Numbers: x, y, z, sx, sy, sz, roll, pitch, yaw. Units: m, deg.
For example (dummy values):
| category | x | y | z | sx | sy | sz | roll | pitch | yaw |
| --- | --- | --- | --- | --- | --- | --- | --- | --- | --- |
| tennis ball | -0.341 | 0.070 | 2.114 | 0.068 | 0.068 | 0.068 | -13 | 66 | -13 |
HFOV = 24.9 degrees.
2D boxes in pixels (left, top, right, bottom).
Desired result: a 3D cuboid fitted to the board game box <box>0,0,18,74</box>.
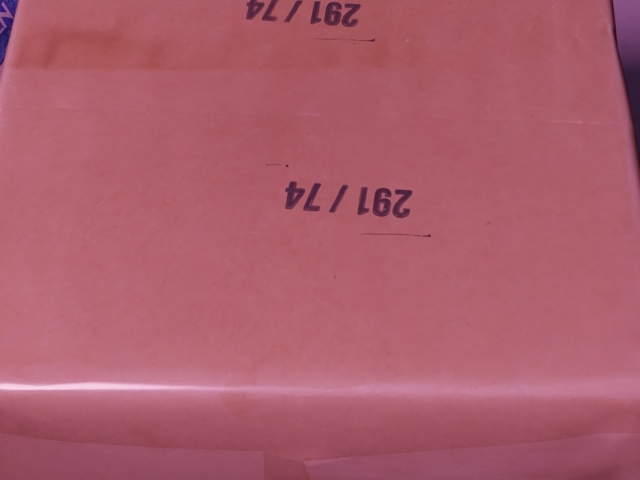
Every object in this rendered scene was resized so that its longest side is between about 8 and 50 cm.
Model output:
| category | x | y | z | sx | sy | sz | roll | pitch | yaw |
| --- | --- | --- | --- | --- | --- | --- | --- | --- | --- |
| board game box | -0.276 | -0.200 | 0.927 | 0.318 | 0.066 | 0.318 | 5 | 51 | 31 |

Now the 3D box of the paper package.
| category | x | y | z | sx | sy | sz | roll | pitch | yaw |
| --- | --- | --- | --- | --- | --- | --- | --- | --- | --- |
| paper package | 0.000 | 0.000 | 0.757 | 0.325 | 0.168 | 0.309 | -1 | 51 | 3 |
